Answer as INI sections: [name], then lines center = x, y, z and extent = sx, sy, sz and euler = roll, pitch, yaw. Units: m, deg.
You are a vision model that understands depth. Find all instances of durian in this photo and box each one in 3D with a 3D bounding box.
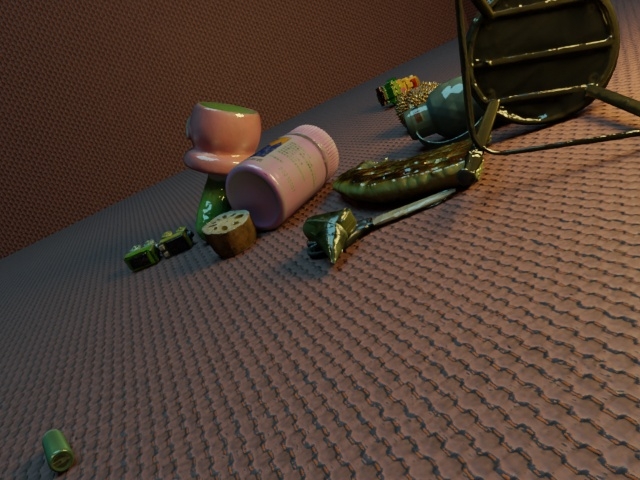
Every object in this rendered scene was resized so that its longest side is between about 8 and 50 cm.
[durian]
center = 0.303, -0.403, 1.526
extent = 0.158, 0.137, 0.168
euler = -35, 25, 33

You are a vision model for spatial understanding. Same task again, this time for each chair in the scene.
[chair]
center = 0.404, -0.332, 0.886
extent = 0.364, 0.362, 0.410
euler = -7, 15, 17

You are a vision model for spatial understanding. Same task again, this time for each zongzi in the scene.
[zongzi]
center = 0.000, 0.000, 0.910
extent = 0.109, 0.055, 0.119
euler = -9, 43, 37

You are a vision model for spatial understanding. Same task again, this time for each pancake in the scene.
[pancake]
center = 0.188, -0.149, 1.130
extent = 0.426, 0.067, 0.304
euler = -7, 18, 42

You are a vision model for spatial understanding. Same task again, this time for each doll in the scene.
[doll]
center = 0.317, -0.615, 2.080
extent = 0.186, 0.106, 0.134
euler = -19, 10, 15

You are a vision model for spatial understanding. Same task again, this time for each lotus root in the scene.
[lotus root]
center = -0.207, -0.017, 1.190
extent = 0.112, 0.081, 0.122
euler = -4, 27, 41

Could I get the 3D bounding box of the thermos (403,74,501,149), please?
[thermos]
center = 0.353, -0.321, 1.257
extent = 0.286, 0.145, 0.182
euler = -20, 53, 17

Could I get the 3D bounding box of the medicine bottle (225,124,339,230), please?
[medicine bottle]
center = -0.089, -0.168, 1.295
extent = 0.178, 0.178, 0.291
euler = -9, 26, 38

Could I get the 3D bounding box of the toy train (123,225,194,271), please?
[toy train]
center = -0.443, 0.023, 1.398
extent = 0.202, 0.060, 0.081
euler = -22, 27, 7

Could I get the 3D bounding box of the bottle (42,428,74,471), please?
[bottle]
center = -0.351, 0.277, 0.676
extent = 0.030, 0.030, 0.083
euler = -36, 22, -29

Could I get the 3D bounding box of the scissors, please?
[scissors]
center = 0.113, -0.038, 0.961
extent = 0.299, 0.022, 0.109
euler = -21, 23, 7

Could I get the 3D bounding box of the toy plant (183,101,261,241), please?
[toy plant]
center = -0.271, -0.203, 1.420
extent = 0.210, 0.357, 0.317
euler = -1, 20, -9
